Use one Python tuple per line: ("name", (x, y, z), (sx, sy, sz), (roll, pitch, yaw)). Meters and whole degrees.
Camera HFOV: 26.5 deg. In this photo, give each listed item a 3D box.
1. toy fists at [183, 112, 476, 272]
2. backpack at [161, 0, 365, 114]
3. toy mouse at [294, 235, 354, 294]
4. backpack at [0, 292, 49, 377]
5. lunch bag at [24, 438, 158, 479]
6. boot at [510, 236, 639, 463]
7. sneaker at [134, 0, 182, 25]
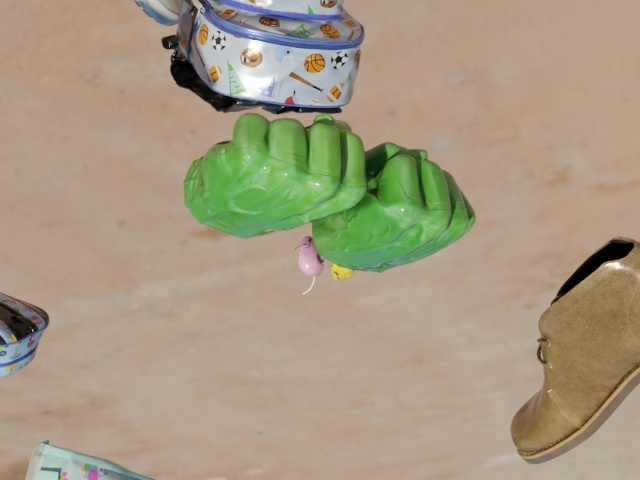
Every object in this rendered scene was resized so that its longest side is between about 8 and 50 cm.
("toy fists", (0.019, -0.046, 1.241), (0.279, 0.096, 0.142), (18, 158, -35))
("backpack", (-0.058, -0.281, 1.865), (0.277, 0.263, 0.213), (-3, 124, -16))
("toy mouse", (0.000, 0.000, 1.979), (0.031, 0.143, 0.161), (3, 135, -48))
("backpack", (-0.467, 0.137, 1.890), (0.173, 0.116, 0.158), (16, -155, 27))
("lunch bag", (-0.299, 0.370, 1.643), (0.160, 0.223, 0.262), (10, 165, 22))
("boot", (0.236, 0.098, 1.222), (0.115, 0.112, 0.305), (32, 139, -1))
("sneaker", (-0.234, -0.440, 2.009), (0.111, 0.103, 0.252), (-6, 119, 15))
